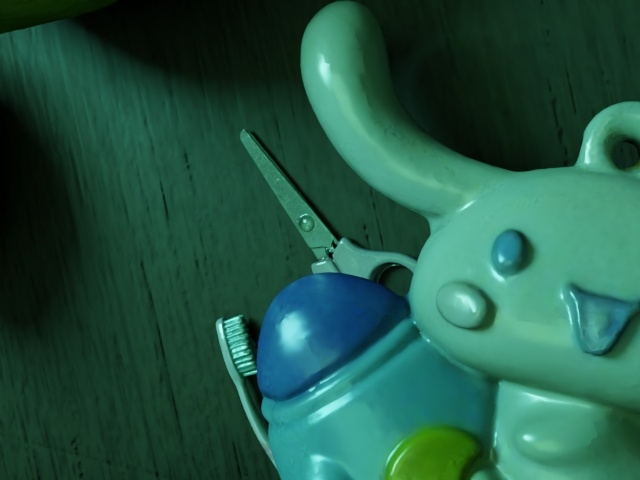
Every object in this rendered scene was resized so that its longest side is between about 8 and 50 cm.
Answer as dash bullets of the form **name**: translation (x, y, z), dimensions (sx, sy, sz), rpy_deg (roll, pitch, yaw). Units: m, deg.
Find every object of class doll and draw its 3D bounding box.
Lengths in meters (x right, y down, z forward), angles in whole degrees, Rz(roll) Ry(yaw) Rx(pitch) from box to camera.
- **doll**: translation (0.097, 0.098, 0.458), dimensions (0.376, 0.187, 0.366), rpy_deg (31, 101, 32)

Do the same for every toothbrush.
- **toothbrush**: translation (-0.015, 0.177, 0.604), dimensions (0.027, 0.021, 0.269), rpy_deg (-24, 87, 28)

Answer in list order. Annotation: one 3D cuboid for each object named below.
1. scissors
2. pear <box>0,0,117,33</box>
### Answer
- **scissors**: translation (0.000, 0.000, 0.584), dimensions (0.100, 0.015, 0.189), rpy_deg (-40, 78, 20)
- **pear**: translation (-0.221, -0.286, 0.455), dimensions (0.390, 0.391, 0.391), rpy_deg (3, 97, 22)
